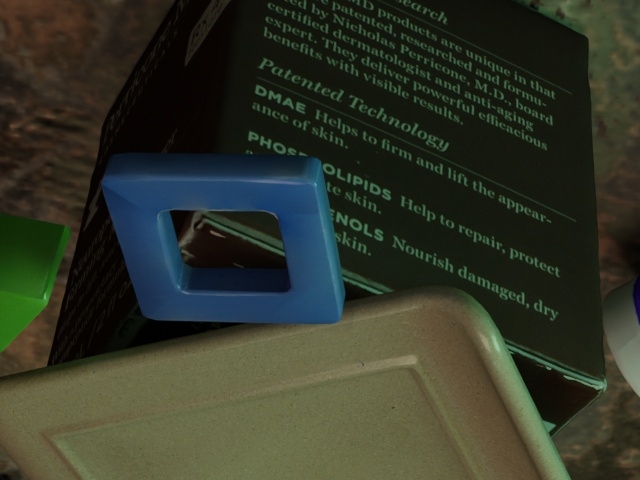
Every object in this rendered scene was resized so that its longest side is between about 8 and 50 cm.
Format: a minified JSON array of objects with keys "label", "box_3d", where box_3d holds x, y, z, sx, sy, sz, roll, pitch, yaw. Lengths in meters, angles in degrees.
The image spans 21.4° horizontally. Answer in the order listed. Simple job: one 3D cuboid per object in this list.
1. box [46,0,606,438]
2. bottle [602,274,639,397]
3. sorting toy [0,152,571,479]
[{"label":"box","box_3d":[0.000,0.000,0.694,0.167,0.203,0.168,22,133,-17]},{"label":"bottle","box_3d":[0.258,-0.007,0.744,0.283,0.092,0.118,-31,125,32]},{"label":"sorting toy","box_3d":[-0.004,0.084,0.604,0.196,0.047,0.348,-10,134,22]}]
